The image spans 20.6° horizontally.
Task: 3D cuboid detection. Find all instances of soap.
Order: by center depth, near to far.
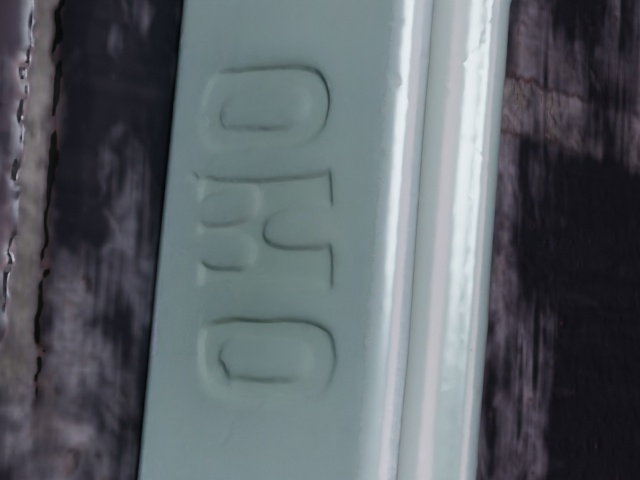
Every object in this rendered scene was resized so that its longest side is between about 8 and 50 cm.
[{"bbox_3d":[0.000,0.000,0.850,0.087,0.159,0.265,12,80,-47],"label":"soap"}]
